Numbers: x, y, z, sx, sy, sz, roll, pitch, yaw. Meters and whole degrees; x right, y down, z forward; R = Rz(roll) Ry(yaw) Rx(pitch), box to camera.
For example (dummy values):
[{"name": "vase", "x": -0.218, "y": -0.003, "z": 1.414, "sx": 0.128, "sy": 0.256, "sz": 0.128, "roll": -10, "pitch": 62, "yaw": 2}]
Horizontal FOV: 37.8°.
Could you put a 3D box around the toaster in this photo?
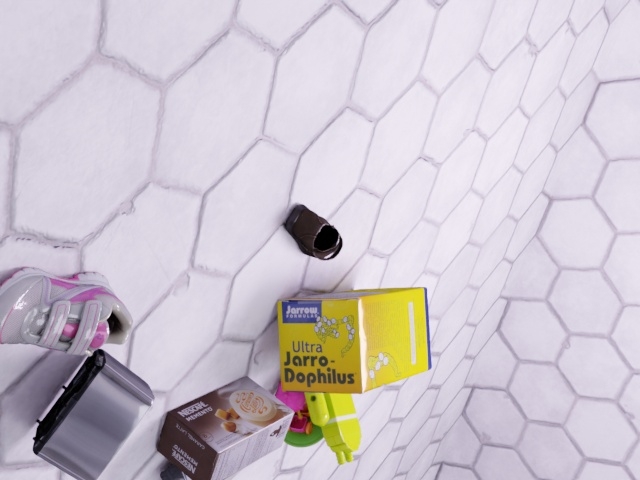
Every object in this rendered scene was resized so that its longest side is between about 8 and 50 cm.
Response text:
[{"name": "toaster", "x": -0.340, "y": 0.258, "z": 1.397, "sx": 0.168, "sy": 0.110, "sz": 0.185, "roll": -55, "pitch": -168, "yaw": -9}]

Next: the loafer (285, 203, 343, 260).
[{"name": "loafer", "x": 0.000, "y": 0.000, "z": 1.847, "sx": 0.080, "sy": 0.078, "sz": 0.220, "roll": -57, "pitch": 155, "yaw": -1}]

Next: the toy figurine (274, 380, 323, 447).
[{"name": "toy figurine", "x": -0.046, "y": 0.365, "z": 2.170, "sx": 0.159, "sy": 0.130, "sz": 0.173, "roll": 76, "pitch": 29, "yaw": -45}]

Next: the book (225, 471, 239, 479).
[{"name": "book", "x": -0.208, "y": 0.474, "z": 1.957, "sx": 0.096, "sy": 0.035, "sz": 0.144, "roll": -38, "pitch": -166, "yaw": -30}]

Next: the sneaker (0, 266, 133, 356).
[{"name": "sneaker", "x": -0.349, "y": 0.104, "z": 1.287, "sx": 0.252, "sy": 0.111, "sz": 0.103, "roll": -5, "pitch": 123, "yaw": -60}]

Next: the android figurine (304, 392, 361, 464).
[{"name": "android figurine", "x": 0.030, "y": 0.379, "z": 2.158, "sx": 0.056, "sy": 0.273, "sz": 0.248, "roll": -17, "pitch": 170, "yaw": 15}]

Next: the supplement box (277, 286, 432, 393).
[{"name": "supplement box", "x": 0.082, "y": 0.209, "z": 2.024, "sx": 0.356, "sy": 0.194, "sz": 0.195, "roll": -1, "pitch": 88, "yaw": -61}]

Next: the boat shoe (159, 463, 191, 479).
[{"name": "boat shoe", "x": -0.290, "y": 0.528, "z": 1.935, "sx": 0.076, "sy": 0.080, "sz": 0.228, "roll": -26, "pitch": 147, "yaw": -20}]

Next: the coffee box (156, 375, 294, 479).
[{"name": "coffee box", "x": -0.187, "y": 0.378, "z": 1.868, "sx": 0.246, "sy": 0.141, "sz": 0.098, "roll": -16, "pitch": 132, "yaw": -54}]
